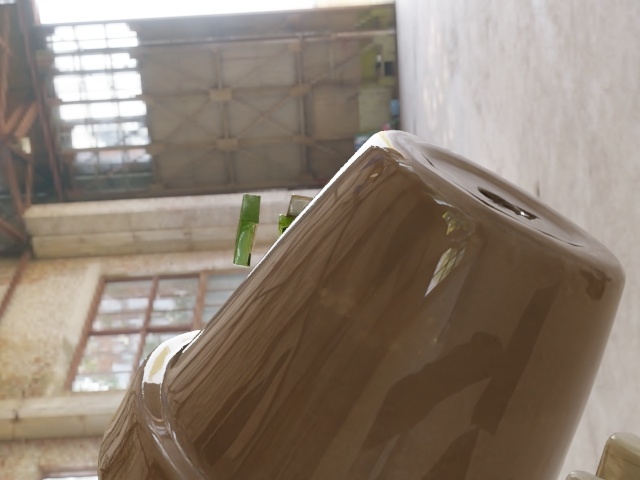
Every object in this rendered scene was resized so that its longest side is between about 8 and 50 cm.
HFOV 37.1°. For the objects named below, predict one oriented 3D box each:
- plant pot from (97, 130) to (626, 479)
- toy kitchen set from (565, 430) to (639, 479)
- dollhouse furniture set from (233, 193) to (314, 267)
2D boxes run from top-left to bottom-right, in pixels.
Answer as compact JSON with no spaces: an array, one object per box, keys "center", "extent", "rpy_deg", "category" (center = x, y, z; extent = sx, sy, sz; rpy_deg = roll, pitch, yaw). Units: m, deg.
[{"center":[0.044,0.074,0.521],"extent":[0.229,0.263,0.263],"rpy_deg":[-61,8,15],"category":"plant pot"},{"center":[0.086,0.175,0.270],"extent":[0.207,0.122,0.166],"rpy_deg":[-17,-56,-46],"category":"toy kitchen set"},{"center":[0.000,0.000,0.858],"extent":[0.076,0.151,0.059],"rpy_deg":[-88,10,-48],"category":"dollhouse furniture set"}]
